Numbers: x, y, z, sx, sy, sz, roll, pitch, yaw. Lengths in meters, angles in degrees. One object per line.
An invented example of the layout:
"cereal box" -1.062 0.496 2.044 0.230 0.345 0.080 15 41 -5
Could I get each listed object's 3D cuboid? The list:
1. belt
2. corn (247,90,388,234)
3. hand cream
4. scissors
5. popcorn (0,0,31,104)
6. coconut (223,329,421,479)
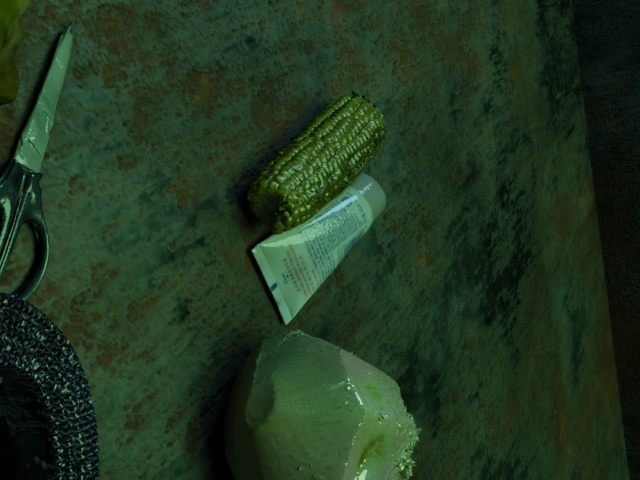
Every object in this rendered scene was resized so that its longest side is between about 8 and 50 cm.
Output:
"belt" -0.288 0.194 0.602 0.260 0.122 0.324 -26 116 -65
"corn" 0.004 -0.113 1.099 0.318 0.115 0.115 -48 127 -44
"hand cream" 0.000 0.000 1.126 0.248 0.083 0.133 -43 123 -36
"scissors" -0.281 -0.083 0.739 0.109 0.022 0.299 37 57 -54
"popcorn" -0.309 -0.181 0.498 0.297 0.281 0.315 -19 92 -38
"coconut" -0.004 0.233 0.965 0.245 0.233 0.233 33 61 -55
